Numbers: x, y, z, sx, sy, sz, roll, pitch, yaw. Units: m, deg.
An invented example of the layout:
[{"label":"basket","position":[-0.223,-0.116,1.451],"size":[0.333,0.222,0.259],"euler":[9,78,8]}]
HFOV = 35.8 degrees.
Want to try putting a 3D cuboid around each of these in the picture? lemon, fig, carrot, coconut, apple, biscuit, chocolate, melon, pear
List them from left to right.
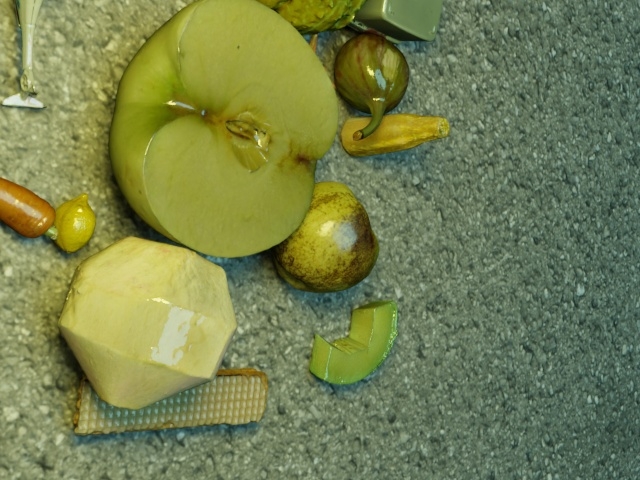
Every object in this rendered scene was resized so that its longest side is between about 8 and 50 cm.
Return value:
[{"label":"carrot","position":[-0.465,-0.074,1.353],"size":[0.256,0.061,0.061],"euler":[35,70,-32]},{"label":"lemon","position":[-0.358,-0.026,1.445],"size":[0.065,0.065,0.092],"euler":[21,80,-43]},{"label":"coconut","position":[-0.255,0.125,1.448],"size":[0.259,0.259,0.259],"euler":[-6,98,-44]},{"label":"biscuit","position":[-0.234,0.258,1.601],"size":[0.378,0.054,0.094],"euler":[5,92,-44]},{"label":"apple","position":[-0.134,-0.159,1.503],"size":[0.360,0.320,0.312],"euler":[22,37,-50]},{"label":"pear","position":[0.000,0.000,1.715],"size":[0.197,0.197,0.197],"euler":[-6,98,-44]},{"label":"melon","position":[0.063,0.197,1.879],"size":[0.209,0.064,0.118],"euler":[-24,111,-37]},{"label":"fig","position":[0.091,-0.258,1.758],"size":[0.149,0.149,0.245],"euler":[43,35,-38]},{"label":"chocolate","position":[0.139,-0.194,1.801],"size":[0.085,0.219,0.086],"euler":[-1,92,-45]}]

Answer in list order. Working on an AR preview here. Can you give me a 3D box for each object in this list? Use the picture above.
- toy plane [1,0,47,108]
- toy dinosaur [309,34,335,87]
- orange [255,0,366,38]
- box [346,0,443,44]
[{"label":"toy plane","position":[-0.405,-0.322,1.345],"size":[0.182,0.107,0.273],"euler":[18,86,-38]},{"label":"toy dinosaur","position":[-0.018,-0.250,1.752],"size":[0.117,0.070,0.289],"euler":[20,84,-54]},{"label":"orange","position":[-0.051,-0.469,1.582],"size":[0.300,0.223,0.301],"euler":[30,49,-28]},{"label":"box","position":[0.123,-0.441,1.800],"size":[0.210,0.129,0.148],"euler":[7,94,-54]}]
